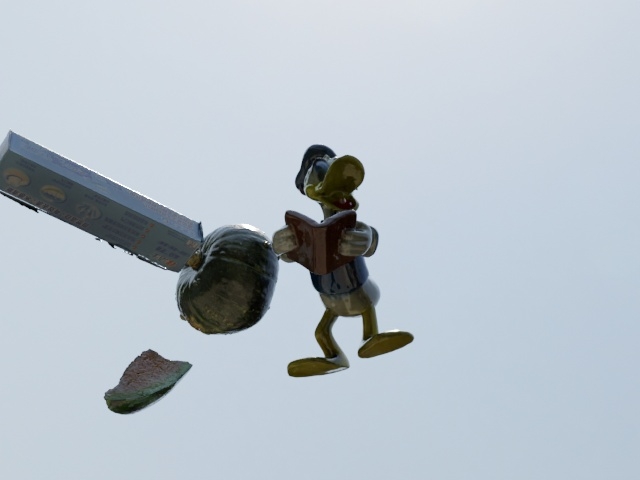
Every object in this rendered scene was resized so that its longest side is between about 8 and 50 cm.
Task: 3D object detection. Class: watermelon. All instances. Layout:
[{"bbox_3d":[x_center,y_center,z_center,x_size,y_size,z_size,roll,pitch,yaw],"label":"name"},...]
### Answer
[{"bbox_3d":[-0.295,0.246,1.957,0.080,0.155,0.101,38,-59,5],"label":"watermelon"}]

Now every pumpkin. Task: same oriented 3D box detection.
[{"bbox_3d":[-0.147,0.063,1.887,0.146,0.190,0.190,17,-43,-10],"label":"pumpkin"}]

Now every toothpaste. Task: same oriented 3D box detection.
[{"bbox_3d":[-0.277,-0.045,1.483,0.272,0.053,0.066,27,-63,-26],"label":"toothpaste"}]

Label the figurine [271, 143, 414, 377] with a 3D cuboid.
[{"bbox_3d":[0.000,0.000,1.777,0.205,0.338,0.283,-14,-26,12],"label":"figurine"}]
